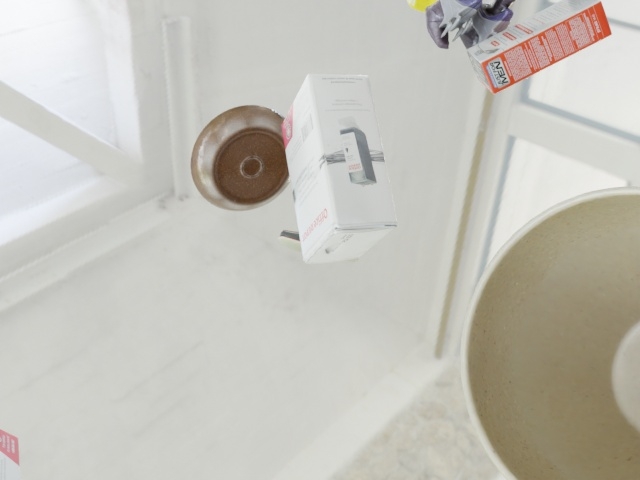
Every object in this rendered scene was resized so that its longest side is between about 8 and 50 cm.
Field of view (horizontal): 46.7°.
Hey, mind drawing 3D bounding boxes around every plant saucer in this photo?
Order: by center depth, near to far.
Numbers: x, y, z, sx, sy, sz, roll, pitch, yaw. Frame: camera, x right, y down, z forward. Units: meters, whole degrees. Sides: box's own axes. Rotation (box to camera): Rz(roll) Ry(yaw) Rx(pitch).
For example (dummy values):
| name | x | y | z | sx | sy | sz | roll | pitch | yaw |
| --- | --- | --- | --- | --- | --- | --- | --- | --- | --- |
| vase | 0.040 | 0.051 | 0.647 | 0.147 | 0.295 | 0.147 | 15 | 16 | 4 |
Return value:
| name | x | y | z | sx | sy | sz | roll | pitch | yaw |
| --- | --- | --- | --- | --- | --- | --- | --- | --- | --- |
| plant saucer | -0.122 | -0.132 | 1.274 | 0.198 | 0.036 | 0.199 | -13 | -57 | -20 |

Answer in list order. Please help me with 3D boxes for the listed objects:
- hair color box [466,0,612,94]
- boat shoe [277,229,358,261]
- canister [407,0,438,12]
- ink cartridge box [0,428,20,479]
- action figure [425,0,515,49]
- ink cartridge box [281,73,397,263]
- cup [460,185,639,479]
| name | x | y | z | sx | sy | sz | roll | pitch | yaw |
| --- | --- | --- | --- | --- | --- | --- | --- | --- | --- |
| hair color box | 0.290 | -0.266 | 0.997 | 0.167 | 0.093 | 0.053 | -25 | -67 | 10 |
| boat shoe | 0.000 | 0.000 | 1.194 | 0.049 | 0.136 | 0.043 | 126 | 155 | -74 |
| canister | 0.242 | -0.524 | 1.486 | 0.170 | 0.126 | 0.074 | 92 | -164 | -77 |
| ink cartridge box | -0.557 | 0.279 | 0.956 | 0.306 | 0.226 | 0.131 | 34 | -96 | -22 |
| action figure | 0.267 | -0.367 | 1.003 | 0.185 | 0.099 | 0.285 | 6 | -32 | -26 |
| ink cartridge box | 0.020 | -0.093 | 1.009 | 0.092 | 0.218 | 0.158 | -3 | -16 | -18 |
| cup | 0.353 | 0.135 | 0.787 | 0.236 | 0.331 | 0.331 | 20 | -82 | -44 |
